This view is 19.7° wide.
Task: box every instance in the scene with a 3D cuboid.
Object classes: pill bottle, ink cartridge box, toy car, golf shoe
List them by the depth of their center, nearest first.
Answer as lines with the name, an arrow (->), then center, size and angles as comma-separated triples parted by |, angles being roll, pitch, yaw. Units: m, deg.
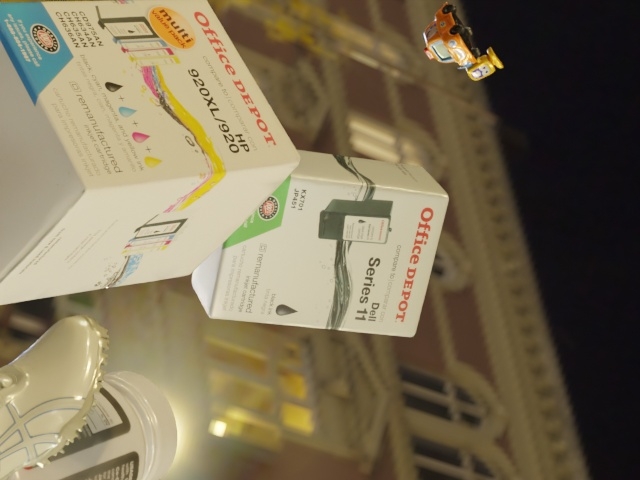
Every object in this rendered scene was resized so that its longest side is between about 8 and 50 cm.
golf shoe -> -0.198, 0.106, 1.107 | 0.069, 0.086, 0.176 | 14, -116, 50
ink cartridge box -> -0.173, -0.073, 1.428 | 0.168, 0.232, 0.171 | -42, -110, 36
toy car -> 0.121, -0.149, 1.545 | 0.040, 0.122, 0.060 | -29, -124, 14
ink cartridge box -> 0.000, 0.000, 1.723 | 0.087, 0.208, 0.153 | -126, -135, -63
pill bottle -> -0.291, 0.235, 1.972 | 0.161, 0.283, 0.161 | 6, -79, 32
